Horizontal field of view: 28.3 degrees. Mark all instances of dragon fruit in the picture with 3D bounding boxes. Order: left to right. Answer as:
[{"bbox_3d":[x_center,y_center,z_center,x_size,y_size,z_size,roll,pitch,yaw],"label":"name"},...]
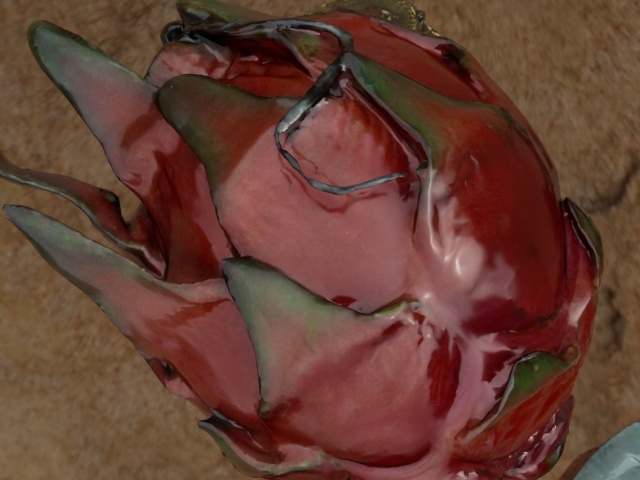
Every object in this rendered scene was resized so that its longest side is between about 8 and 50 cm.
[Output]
[{"bbox_3d":[0.000,0.000,0.505,0.193,0.192,0.274,-37,98,26],"label":"dragon fruit"}]

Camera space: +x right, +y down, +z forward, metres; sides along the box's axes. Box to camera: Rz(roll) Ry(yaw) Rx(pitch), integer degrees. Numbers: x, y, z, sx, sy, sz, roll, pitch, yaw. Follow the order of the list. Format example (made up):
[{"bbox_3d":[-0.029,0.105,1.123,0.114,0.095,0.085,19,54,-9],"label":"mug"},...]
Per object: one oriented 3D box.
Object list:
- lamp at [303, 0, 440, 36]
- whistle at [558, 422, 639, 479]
[{"bbox_3d":[0.035,-0.123,1.317,0.177,0.177,0.274,13,135,2],"label":"lamp"},{"bbox_3d":[0.204,0.270,1.014,0.346,0.134,0.142,-35,129,-15],"label":"whistle"}]
